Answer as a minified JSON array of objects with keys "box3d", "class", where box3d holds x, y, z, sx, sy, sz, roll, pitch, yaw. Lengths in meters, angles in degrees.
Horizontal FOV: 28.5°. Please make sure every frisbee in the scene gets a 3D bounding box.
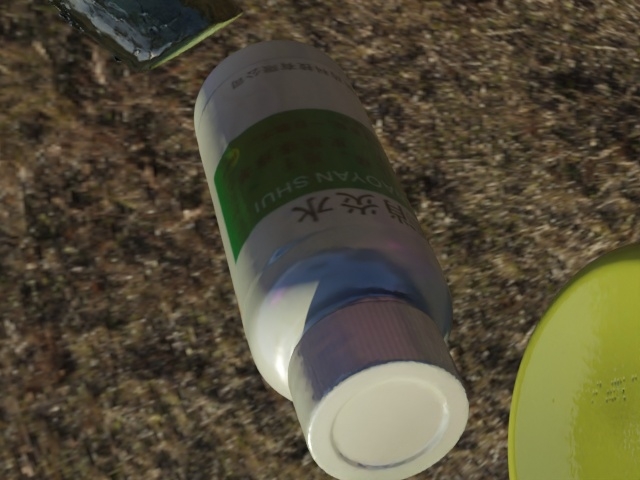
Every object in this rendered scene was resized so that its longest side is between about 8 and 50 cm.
[{"box3d":[0.180,0.114,0.736,0.236,0.017,0.235,-31,54,57],"class":"frisbee"}]

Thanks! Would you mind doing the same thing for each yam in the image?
[{"box3d":[-0.074,-0.090,0.416,0.094,0.043,0.043,40,112,-14],"class":"yam"}]

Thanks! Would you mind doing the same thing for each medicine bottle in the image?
[{"box3d":[0.000,0.000,0.598,0.095,0.095,0.260,-47,34,21],"class":"medicine bottle"}]
